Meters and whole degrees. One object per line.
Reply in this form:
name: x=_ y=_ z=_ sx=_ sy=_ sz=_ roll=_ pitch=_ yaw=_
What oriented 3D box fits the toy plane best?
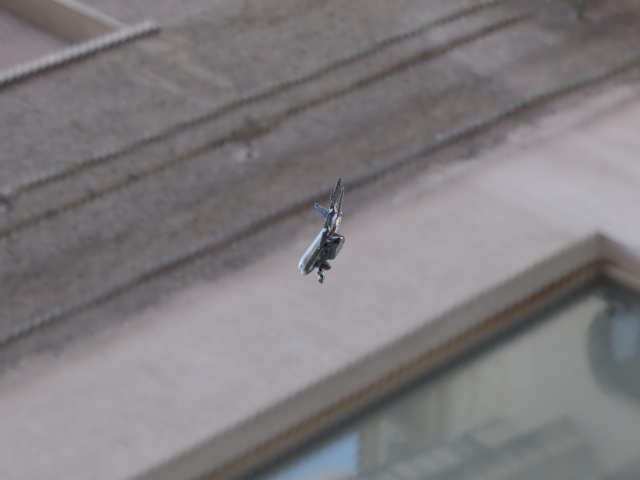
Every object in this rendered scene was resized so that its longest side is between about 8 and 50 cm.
toy plane: x=0.003 y=0.000 z=1.189 sx=0.084 sy=0.024 sz=0.078 roll=-75 pitch=-5 yaw=-58
